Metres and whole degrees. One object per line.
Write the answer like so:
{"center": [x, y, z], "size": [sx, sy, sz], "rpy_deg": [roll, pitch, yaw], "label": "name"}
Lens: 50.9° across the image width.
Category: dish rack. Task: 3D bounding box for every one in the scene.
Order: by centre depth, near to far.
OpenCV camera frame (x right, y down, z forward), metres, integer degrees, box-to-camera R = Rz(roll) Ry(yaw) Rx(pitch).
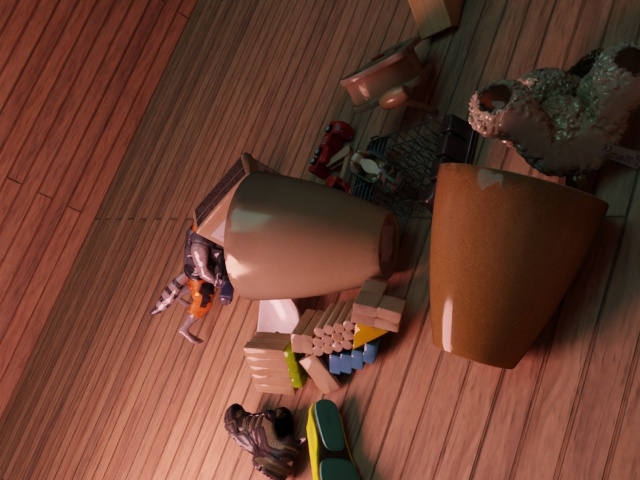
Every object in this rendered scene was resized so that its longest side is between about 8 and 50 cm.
{"center": [0.165, -0.130, 1.313], "size": [0.272, 0.074, 0.208], "rpy_deg": [-10, 57, 52], "label": "dish rack"}

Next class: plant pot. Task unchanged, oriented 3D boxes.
{"center": [0.251, 0.043, 0.952], "size": [0.237, 0.237, 0.254], "rpy_deg": [16, 91, 56], "label": "plant pot"}
{"center": [0.000, 0.000, 1.272], "size": [0.274, 0.256, 0.256], "rpy_deg": [4, 66, 24], "label": "plant pot"}

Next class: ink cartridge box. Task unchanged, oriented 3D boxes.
{"center": [-0.132, -0.056, 1.498], "size": [0.193, 0.235, 0.088], "rpy_deg": [-45, 36, 23], "label": "ink cartridge box"}

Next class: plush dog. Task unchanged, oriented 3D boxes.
{"center": [0.362, -0.195, 1.040], "size": [0.263, 0.210, 0.225], "rpy_deg": [-15, 32, 12], "label": "plush dog"}

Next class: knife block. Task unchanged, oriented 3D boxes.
{"center": [0.213, -0.614, 1.456], "size": [0.088, 0.242, 0.275], "rpy_deg": [-12, 56, 50], "label": "knife block"}

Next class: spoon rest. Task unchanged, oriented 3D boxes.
{"center": [-0.087, 0.135, 1.431], "size": [0.137, 0.084, 0.276], "rpy_deg": [-33, 41, 35], "label": "spoon rest"}

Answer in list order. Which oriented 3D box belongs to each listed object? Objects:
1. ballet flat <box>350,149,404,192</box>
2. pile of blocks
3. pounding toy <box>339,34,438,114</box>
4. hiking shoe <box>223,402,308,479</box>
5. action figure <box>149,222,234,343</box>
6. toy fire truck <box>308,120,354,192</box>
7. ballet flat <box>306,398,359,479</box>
{"center": [0.094, -0.146, 1.296], "size": [0.070, 0.070, 0.188], "rpy_deg": [-59, 31, 2], "label": "ballet flat"}
{"center": [0.023, 0.182, 1.246], "size": [0.362, 0.149, 0.112], "rpy_deg": [-26, 15, 31], "label": "pile of blocks"}
{"center": [0.149, -0.309, 1.402], "size": [0.154, 0.154, 0.269], "rpy_deg": [-19, 19, 32], "label": "pounding toy"}
{"center": [-0.101, 0.365, 1.296], "size": [0.114, 0.086, 0.227], "rpy_deg": [-49, 38, -8], "label": "hiking shoe"}
{"center": [-0.291, 0.080, 1.629], "size": [0.341, 0.179, 0.330], "rpy_deg": [-102, 31, -68], "label": "action figure"}
{"center": [0.037, -0.188, 1.544], "size": [0.135, 0.047, 0.192], "rpy_deg": [12, 74, 55], "label": "toy fire truck"}
{"center": [0.015, 0.378, 1.135], "size": [0.231, 0.077, 0.077], "rpy_deg": [-103, 31, -49], "label": "ballet flat"}
